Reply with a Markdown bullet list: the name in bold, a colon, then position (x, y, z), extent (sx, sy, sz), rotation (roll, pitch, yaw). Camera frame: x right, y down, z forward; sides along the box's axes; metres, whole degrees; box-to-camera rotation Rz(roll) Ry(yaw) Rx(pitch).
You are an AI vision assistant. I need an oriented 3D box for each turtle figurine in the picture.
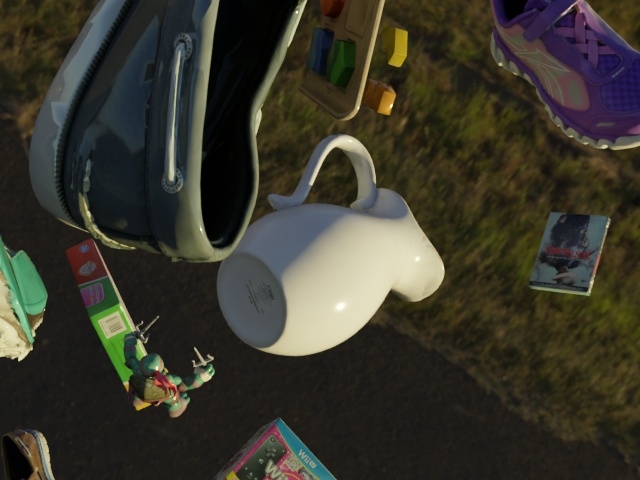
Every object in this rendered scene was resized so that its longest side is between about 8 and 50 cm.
- **turtle figurine**: position (-0.287, 0.233, 1.680), extent (0.175, 0.234, 0.118), rotation (32, 58, 10)

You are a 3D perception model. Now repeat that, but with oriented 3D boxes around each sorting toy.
- **sorting toy**: position (0.044, -0.287, 1.331), extent (0.041, 0.229, 0.307), rotation (11, 17, -23)

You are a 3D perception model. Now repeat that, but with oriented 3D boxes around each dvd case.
- **dvd case**: position (0.345, 0.017, 1.326), extent (0.087, 0.120, 0.013), rotation (7, -24, 36)

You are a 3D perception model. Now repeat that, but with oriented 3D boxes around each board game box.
- **board game box**: position (-0.424, 0.166, 1.965), extent (0.064, 0.242, 0.316), rotation (-25, 30, -11)
- **board game box**: position (-0.124, 0.563, 2.031), extent (0.224, 0.097, 0.303), rotation (47, 51, -2)

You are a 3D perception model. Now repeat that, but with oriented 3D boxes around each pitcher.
- **pitcher**: position (0.000, 0.000, 0.850), extent (0.207, 0.125, 0.178), rotation (-21, 85, -46)

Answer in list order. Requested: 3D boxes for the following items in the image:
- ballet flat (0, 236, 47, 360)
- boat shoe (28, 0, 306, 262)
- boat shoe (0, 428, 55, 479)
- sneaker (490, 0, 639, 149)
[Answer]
- **ballet flat**: position (-0.379, 0.073, 1.048), extent (0.147, 0.147, 0.409), rotation (30, -10, -8)
- **boat shoe**: position (-0.022, -0.138, 0.449), extent (0.099, 0.320, 0.116), rotation (24, -3, 30)
- **boat shoe**: position (-0.397, 0.344, 1.299), extent (0.066, 0.066, 0.183), rotation (28, 30, -61)
- **sneaker**: position (0.223, -0.174, 0.857), extent (0.236, 0.095, 0.105), rotation (53, -5, 43)
